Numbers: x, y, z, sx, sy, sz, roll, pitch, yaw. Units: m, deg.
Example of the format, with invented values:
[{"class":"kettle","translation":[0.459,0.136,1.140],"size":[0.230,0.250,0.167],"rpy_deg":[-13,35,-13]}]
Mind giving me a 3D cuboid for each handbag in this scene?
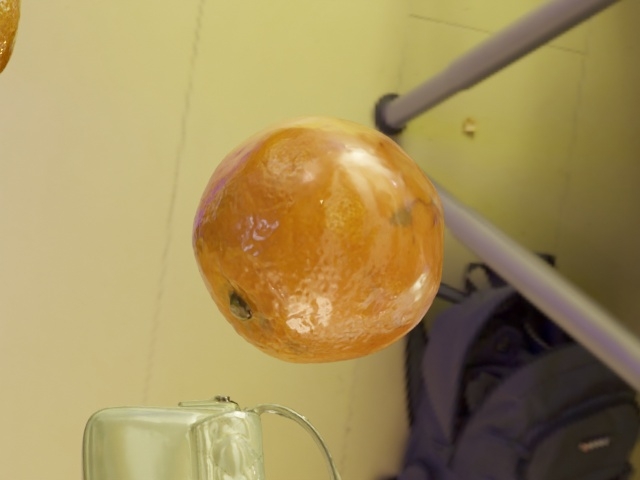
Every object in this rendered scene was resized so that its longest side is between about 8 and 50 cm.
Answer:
[{"class":"handbag","translation":[-0.087,0.251,1.117],"size":[0.219,0.079,0.256],"rpy_deg":[-1,63,-8]}]

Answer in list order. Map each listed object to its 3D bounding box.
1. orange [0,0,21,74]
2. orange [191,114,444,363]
[{"class":"orange","translation":[-0.271,-0.168,0.911],"size":[0.124,0.156,0.156],"rpy_deg":[-47,113,-38]},{"class":"orange","translation":[0.000,0.000,1.625],"size":[0.312,0.312,0.312],"rpy_deg":[-2,96,-25]}]
